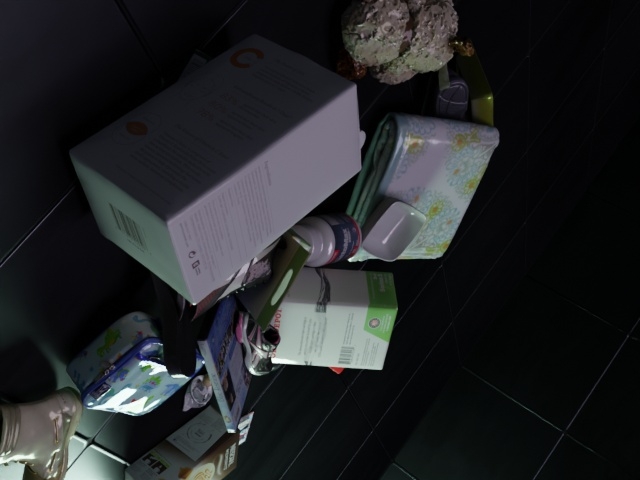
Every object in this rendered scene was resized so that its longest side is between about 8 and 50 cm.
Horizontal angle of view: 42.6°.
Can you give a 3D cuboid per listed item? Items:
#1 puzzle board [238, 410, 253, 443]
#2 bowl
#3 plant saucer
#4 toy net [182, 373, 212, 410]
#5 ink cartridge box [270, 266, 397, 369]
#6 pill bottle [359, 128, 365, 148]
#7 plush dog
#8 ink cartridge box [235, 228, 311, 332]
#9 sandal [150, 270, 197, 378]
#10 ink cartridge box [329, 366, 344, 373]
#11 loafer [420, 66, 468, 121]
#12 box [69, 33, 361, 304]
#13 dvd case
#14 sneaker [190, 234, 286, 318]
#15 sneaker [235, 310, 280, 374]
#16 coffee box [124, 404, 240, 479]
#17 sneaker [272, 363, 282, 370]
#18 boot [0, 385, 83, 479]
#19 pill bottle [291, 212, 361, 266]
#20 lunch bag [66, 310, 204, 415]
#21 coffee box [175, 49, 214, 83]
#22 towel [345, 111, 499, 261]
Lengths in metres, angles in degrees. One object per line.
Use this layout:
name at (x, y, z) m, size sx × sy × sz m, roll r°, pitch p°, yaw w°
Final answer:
puzzle board at (-0.213, 0.477, 1.997) m, size 0.128 × 0.011 × 0.097 m, roll -21°, pitch 136°, yaw -52°
bowl at (0.153, -0.030, 1.839) m, size 0.142 × 0.053 × 0.142 m, roll 24°, pitch 108°, yaw -45°
plant saucer at (0.365, -0.353, 1.968) m, size 0.045 × 0.189 × 0.188 m, roll -16°, pitch 149°, yaw 3°
toy net at (-0.221, 0.266, 1.711) m, size 0.232 × 0.045 × 0.122 m, roll -59°, pitch 155°, yaw 2°
ink cartridge box at (0.010, 0.165, 1.750) m, size 0.115 × 0.272 × 0.199 m, roll -93°, pitch -170°, yaw -49°
pill bottle at (0.025, -0.208, 1.543) m, size 0.065 × 0.116 × 0.065 m, roll -42°, pitch 151°, yaw -30°
plush dog at (0.138, -0.383, 1.505) m, size 0.225 × 0.211 × 0.263 m, roll -6°, pitch 127°, yaw -30°
ink cartridge box at (-0.080, 0.070, 1.558) m, size 0.056 × 0.235 × 0.171 m, roll 28°, pitch 95°, yaw -27°
sandal at (-0.228, 0.097, 1.356) m, size 0.097 × 0.054 × 0.255 m, roll 7°, pitch 73°, yaw -73°
ink cartridge box at (0.071, 0.222, 2.141) m, size 0.231 × 0.078 × 0.134 m, roll -55°, pitch 154°, yaw -7°
loafer at (0.286, -0.284, 1.955) m, size 0.109 × 0.095 × 0.303 m, roll -11°, pitch 141°, yaw -12°
box at (-0.135, -0.113, 1.163) m, size 0.345 × 0.215 × 0.168 m, roll -40°, pitch 145°, yaw -26°
dvd case at (-0.178, 0.221, 1.594) m, size 0.180 × 0.022 × 0.253 m, roll -77°, pitch 160°, yaw -52°
sneaker at (-0.162, 0.058, 1.485) m, size 0.276 × 0.097 × 0.135 m, roll -51°, pitch 119°, yaw -16°
sneaker at (-0.115, 0.211, 1.651) m, size 0.178 × 0.077 × 0.072 m, roll 74°, pitch 19°, yaw -49°
coffee box at (-0.294, 0.489, 1.766) m, size 0.246 × 0.098 × 0.141 m, roll -34°, pitch 145°, yaw -41°
sneaker at (-0.075, 0.203, 1.895) m, size 0.235 × 0.084 × 0.097 m, roll -49°, pitch 177°, yaw -16°
boot at (-0.478, 0.342, 1.307) m, size 0.165 × 0.077 × 0.213 m, roll -1°, pitch 115°, yaw -61°
pill bottle at (0.000, 0.000, 1.740) m, size 0.180 × 0.108 × 0.108 m, roll -11°, pitch 128°, yaw -56°
lunch bag at (-0.309, 0.213, 1.403) m, size 0.176 × 0.090 × 0.219 m, roll -40°, pitch 154°, yaw 1°
coffee box at (-0.198, -0.187, 1.259) m, size 0.184 × 0.040 × 0.113 m, roll -60°, pitch 152°, yaw 2°
towel at (0.222, -0.116, 1.924) m, size 0.320 × 0.090 × 0.375 m, roll -1°, pitch 125°, yaw -37°
